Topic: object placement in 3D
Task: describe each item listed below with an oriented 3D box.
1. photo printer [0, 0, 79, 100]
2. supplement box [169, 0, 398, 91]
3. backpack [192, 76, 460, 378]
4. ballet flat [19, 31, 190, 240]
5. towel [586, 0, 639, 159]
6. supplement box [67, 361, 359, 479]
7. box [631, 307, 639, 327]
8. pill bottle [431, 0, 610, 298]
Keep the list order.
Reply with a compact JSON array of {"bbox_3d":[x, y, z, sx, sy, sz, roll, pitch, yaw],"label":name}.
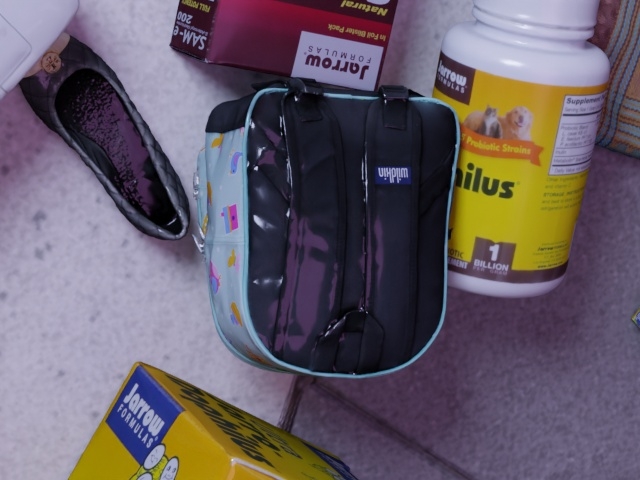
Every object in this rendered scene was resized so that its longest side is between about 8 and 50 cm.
[{"bbox_3d":[-0.307,-0.149,0.815,0.256,0.107,0.307,-49,137,-6],"label":"photo printer"},{"bbox_3d":[-0.006,-0.226,1.000,0.130,0.073,0.239,7,102,-27],"label":"supplement box"},{"bbox_3d":[0.000,0.000,1.018,0.166,0.144,0.188,2,80,-27],"label":"backpack"},{"bbox_3d":[-0.136,-0.071,0.995,0.057,0.049,0.173,-43,117,-10],"label":"ballet flat"},{"bbox_3d":[0.343,-0.172,1.199,0.370,0.040,0.271,15,97,-28],"label":"towel"},{"bbox_3d":[-0.106,0.297,1.030,0.195,0.194,0.356,30,90,-29],"label":"supplement box"},{"bbox_3d":[0.325,0.020,1.210,0.054,0.059,0.169,26,107,-30],"label":"box"},{"bbox_3d":[0.132,-0.076,1.069,0.117,0.117,0.215,0,111,-25],"label":"pill bottle"}]
